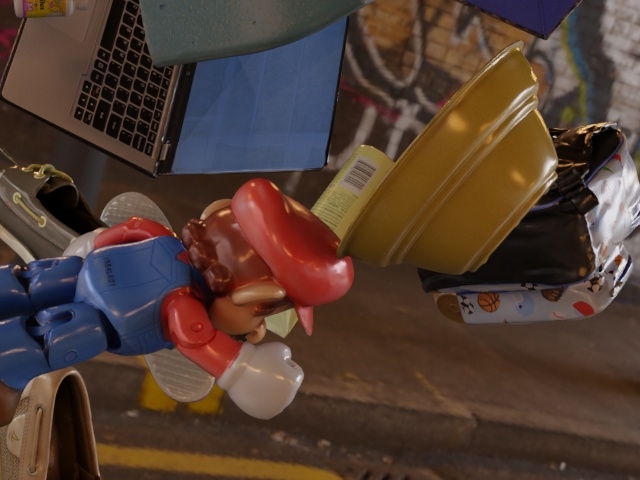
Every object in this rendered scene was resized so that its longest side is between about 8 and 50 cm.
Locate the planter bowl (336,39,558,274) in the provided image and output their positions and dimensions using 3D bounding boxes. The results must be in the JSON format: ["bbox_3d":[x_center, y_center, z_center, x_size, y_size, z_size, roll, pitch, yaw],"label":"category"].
[{"bbox_3d":[0.116,-0.040,0.760,0.090,0.217,0.217,42,15,8],"label":"planter bowl"}]

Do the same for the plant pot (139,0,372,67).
[{"bbox_3d":[-0.041,-0.344,1.108,0.252,0.247,0.247,4,26,26],"label":"plant pot"}]

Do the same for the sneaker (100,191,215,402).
[{"bbox_3d":[-0.214,0.080,1.309,0.102,0.282,0.161,-18,-6,-3],"label":"sneaker"}]

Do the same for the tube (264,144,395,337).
[{"bbox_3d":[0.000,0.000,1.121,0.062,0.240,0.070,36,-15,0],"label":"tube"}]

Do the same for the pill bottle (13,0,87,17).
[{"bbox_3d":[-0.325,-0.291,1.190,0.083,0.043,0.043,-8,21,-20],"label":"pill bottle"}]

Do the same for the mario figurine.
[{"bbox_3d":[-0.126,0.066,0.811,0.321,0.198,0.170,-14,-9,-13],"label":"mario figurine"}]

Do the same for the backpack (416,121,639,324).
[{"bbox_3d":[0.259,-0.028,1.173,0.277,0.213,0.263,-2,31,42],"label":"backpack"}]

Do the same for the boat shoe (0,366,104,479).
[{"bbox_3d":[-0.282,0.296,1.058,0.110,0.341,0.122,-3,12,27],"label":"boat shoe"}]

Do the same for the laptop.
[{"bbox_3d":[-0.195,-0.311,1.463,0.408,0.381,0.236,28,-34,-32],"label":"laptop"}]

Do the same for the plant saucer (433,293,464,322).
[{"bbox_3d":[0.206,0.098,1.500,0.083,0.083,0.015,23,51,17],"label":"plant saucer"}]

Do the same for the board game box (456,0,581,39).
[{"bbox_3d":[0.114,-0.347,0.843,0.232,0.141,0.291,16,45,-27],"label":"board game box"}]

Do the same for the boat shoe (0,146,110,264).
[{"bbox_3d":[-0.283,-0.023,1.042,0.305,0.091,0.109,44,12,26],"label":"boat shoe"}]
